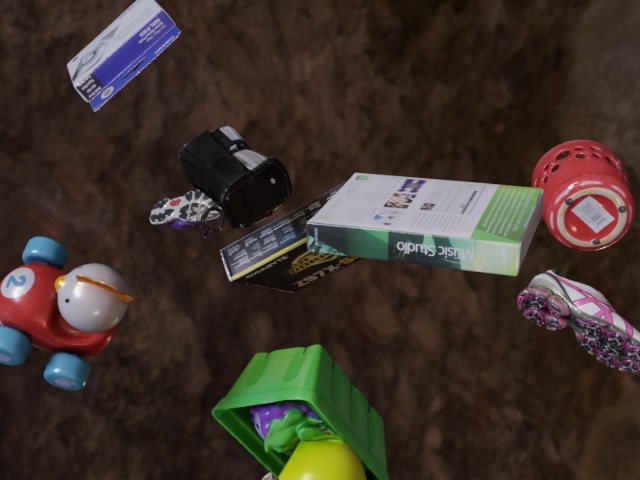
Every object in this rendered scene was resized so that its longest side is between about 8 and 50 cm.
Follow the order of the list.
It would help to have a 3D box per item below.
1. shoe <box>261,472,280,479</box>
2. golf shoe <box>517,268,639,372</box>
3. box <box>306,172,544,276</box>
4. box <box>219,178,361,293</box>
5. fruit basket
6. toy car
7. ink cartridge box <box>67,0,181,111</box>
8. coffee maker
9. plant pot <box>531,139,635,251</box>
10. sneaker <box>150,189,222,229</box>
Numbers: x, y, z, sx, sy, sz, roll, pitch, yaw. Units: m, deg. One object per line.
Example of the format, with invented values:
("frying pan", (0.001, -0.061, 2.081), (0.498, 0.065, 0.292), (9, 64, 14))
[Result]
("shoe", (-0.099, 0.408, 1.437), (0.058, 0.076, 0.219), (58, -163, 5))
("golf shoe", (0.350, 0.095, 1.216), (0.186, 0.086, 0.067), (33, 143, 24))
("box", (0.168, -0.032, 1.482), (0.232, 0.322, 0.058), (-48, -42, -58))
("box", (0.000, 0.000, 1.929), (0.257, 0.322, 0.079), (15, -129, -62))
("fruit basket", (-0.024, 0.439, 1.899), (0.392, 0.283, 0.392), (27, -123, -53))
("toy car", (-0.404, 0.094, 1.567), (0.210, 0.238, 0.219), (29, -126, -23))
("ink cartridge box", (-0.377, -0.362, 1.806), (0.045, 0.223, 0.224), (47, -178, -33))
("coffee maker", (-0.164, -0.106, 1.608), (0.178, 0.171, 0.120), (37, 136, 47))
("plant pot", (0.523, -0.082, 1.906), (0.191, 0.191, 0.174), (54, -158, -22))
("sneaker", (-0.257, -0.055, 1.899), (0.071, 0.170, 0.068), (35, -122, -50))
